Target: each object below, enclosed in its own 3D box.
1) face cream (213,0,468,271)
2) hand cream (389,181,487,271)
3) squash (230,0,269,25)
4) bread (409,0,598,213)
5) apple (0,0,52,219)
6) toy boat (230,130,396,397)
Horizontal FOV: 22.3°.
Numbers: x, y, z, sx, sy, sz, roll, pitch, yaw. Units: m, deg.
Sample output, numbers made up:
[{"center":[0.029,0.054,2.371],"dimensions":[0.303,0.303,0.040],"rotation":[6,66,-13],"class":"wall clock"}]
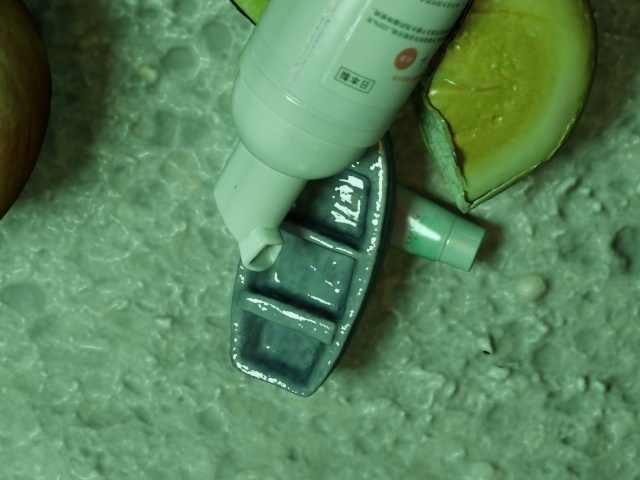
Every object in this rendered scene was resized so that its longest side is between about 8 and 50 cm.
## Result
[{"center":[0.004,-0.145,1.367],"dimensions":[0.145,0.145,0.370],"rotation":[30,117,-6],"class":"face cream"},{"center":[0.068,-0.023,1.531],"dimensions":[0.174,0.047,0.076],"rotation":[24,106,6],"class":"hand cream"},{"center":[-0.045,-0.299,1.400],"dimensions":[0.236,0.155,0.204],"rotation":[-15,73,-32],"class":"squash"},{"center":[0.160,-0.158,1.437],"dimensions":[0.156,0.158,0.261],"rotation":[20,106,-15],"class":"bread"},{"center":[-0.368,-0.111,1.406],"dimensions":[0.301,0.301,0.302],"rotation":[1,106,3],"class":"apple"},{"center":[0.000,0.000,1.499],"dimensions":[0.127,0.078,0.283],"rotation":[23,105,18],"class":"toy boat"}]
